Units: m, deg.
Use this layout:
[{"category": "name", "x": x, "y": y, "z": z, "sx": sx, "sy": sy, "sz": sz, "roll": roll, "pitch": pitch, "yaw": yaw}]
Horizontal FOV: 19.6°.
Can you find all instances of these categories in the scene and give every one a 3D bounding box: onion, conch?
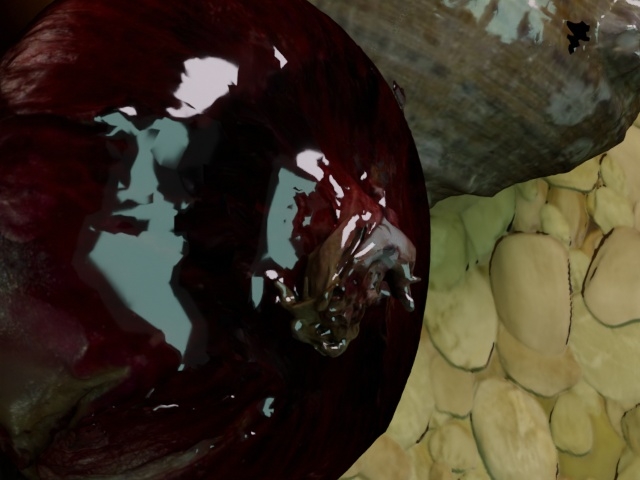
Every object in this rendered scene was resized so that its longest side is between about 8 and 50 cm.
[{"category": "onion", "x": -0.053, "y": 0.000, "z": 0.965, "sx": 0.314, "sy": 0.232, "sz": 0.314, "roll": 11, "pitch": 75, "yaw": -49}, {"category": "conch", "x": 0.071, "y": -0.145, "z": 1.175, "sx": 0.297, "sy": 0.210, "sz": 0.352, "roll": 44, "pitch": 50, "yaw": -2}]

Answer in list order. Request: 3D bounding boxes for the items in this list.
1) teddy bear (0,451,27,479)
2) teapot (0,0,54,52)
[{"category": "teddy bear", "x": -0.191, "y": 0.110, "z": 1.001, "sx": 0.160, "sy": 0.078, "sz": 0.119, "roll": -4, "pitch": 60, "yaw": -54}, {"category": "teapot", "x": -0.163, "y": -0.158, "z": 1.053, "sx": 0.252, "sy": 0.135, "sz": 0.178, "roll": -47, "pitch": 140, "yaw": -15}]
